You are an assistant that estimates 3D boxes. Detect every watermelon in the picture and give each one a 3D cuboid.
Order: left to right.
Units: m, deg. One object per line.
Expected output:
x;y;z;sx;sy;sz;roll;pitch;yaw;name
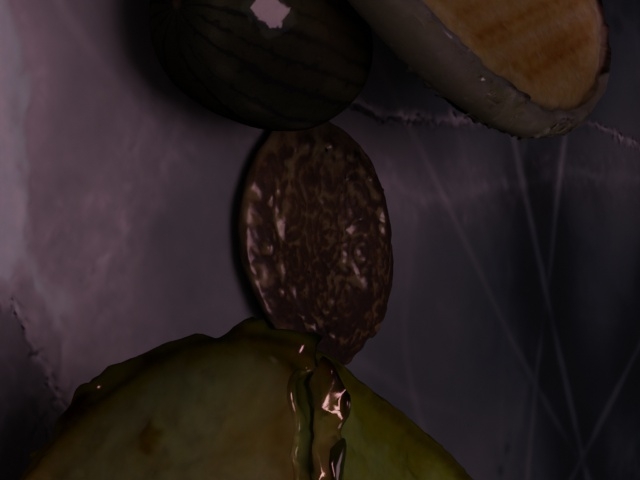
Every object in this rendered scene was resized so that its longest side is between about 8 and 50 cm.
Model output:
-0.022;-0.085;0.768;0.111;0.078;0.078;28;65;-48;watermelon

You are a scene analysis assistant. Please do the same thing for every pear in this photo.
-0.003;0.179;0.704;0.255;0.164;0.238;29;53;-51;pear

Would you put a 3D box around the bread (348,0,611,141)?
0.042;-0.161;0.823;0.267;0.040;0.267;39;35;-35;bread

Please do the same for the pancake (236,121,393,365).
0.001;0.000;0.836;0.115;0.011;0.115;8;80;-50;pancake
